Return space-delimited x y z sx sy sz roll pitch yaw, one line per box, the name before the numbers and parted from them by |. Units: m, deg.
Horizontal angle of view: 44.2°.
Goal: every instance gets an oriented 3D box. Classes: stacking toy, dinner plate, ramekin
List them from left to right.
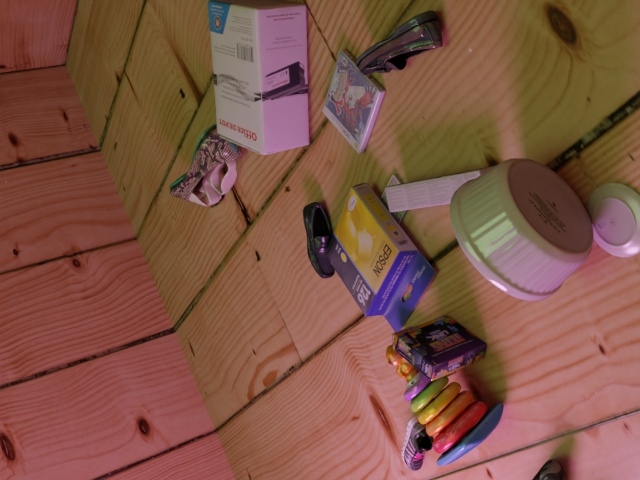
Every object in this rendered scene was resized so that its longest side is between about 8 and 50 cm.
stacking toy | 0.260 0.364 1.861 0.302 0.175 0.165 46 143 11
ramekin | 0.385 -0.032 1.468 0.127 0.273 0.272 -45 65 41
dinner plate | 0.540 -0.036 1.443 0.141 0.017 0.141 34 132 49

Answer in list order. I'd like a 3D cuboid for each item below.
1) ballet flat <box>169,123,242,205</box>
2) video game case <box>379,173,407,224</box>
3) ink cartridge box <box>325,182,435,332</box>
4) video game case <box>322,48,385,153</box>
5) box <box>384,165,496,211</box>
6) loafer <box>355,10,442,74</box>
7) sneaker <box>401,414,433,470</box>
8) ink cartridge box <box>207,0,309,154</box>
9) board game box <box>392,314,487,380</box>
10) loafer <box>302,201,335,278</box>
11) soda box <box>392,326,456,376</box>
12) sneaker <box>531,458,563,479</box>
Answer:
ballet flat | -0.394 -0.222 2.738 0.182 0.164 0.483 50 145 0
video game case | 0.187 -0.097 1.982 0.087 0.011 0.122 57 146 25
ink cartridge box | 0.143 0.059 2.067 0.307 0.072 0.303 58 148 27
video game case | 0.081 -0.355 2.018 0.183 0.023 0.201 53 143 30
box | 0.272 -0.113 1.778 0.324 0.063 0.067 -8 95 56
loafer | 0.173 -0.421 1.776 0.267 0.096 0.084 -24 89 57
sneaker | 0.265 0.558 2.120 0.075 0.063 0.170 36 128 54
ink cartridge box | -0.175 -0.472 2.231 0.285 0.166 0.394 30 127 50
board game box | 0.279 0.248 1.847 0.141 0.170 0.048 36 131 44
loafer | 0.000 0.000 2.264 0.078 0.076 0.223 -13 90 67
soda box | 0.261 0.285 1.999 0.181 0.061 0.058 28 127 50
sneaker | 0.503 0.586 1.748 0.106 0.101 0.267 33 139 28
